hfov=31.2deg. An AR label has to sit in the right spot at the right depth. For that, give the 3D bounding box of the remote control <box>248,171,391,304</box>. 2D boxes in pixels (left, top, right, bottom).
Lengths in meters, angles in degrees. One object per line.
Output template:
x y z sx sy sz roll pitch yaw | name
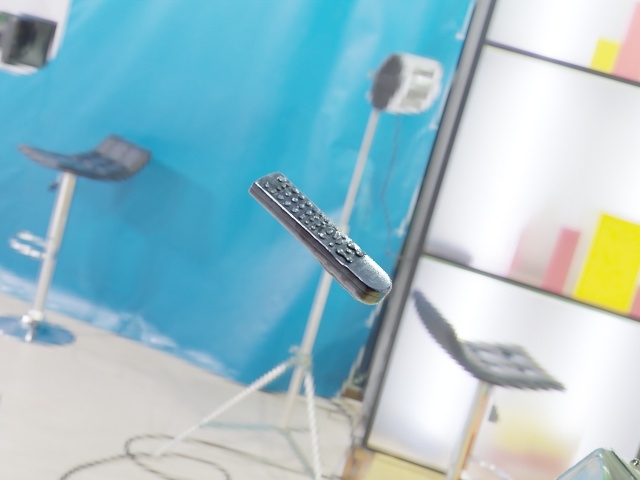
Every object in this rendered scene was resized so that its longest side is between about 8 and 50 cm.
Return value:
0.001 -0.001 1.006 0.152 0.027 0.043 46 41 13 | remote control

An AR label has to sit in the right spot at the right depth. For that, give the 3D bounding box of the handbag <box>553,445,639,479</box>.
0.134 0.296 0.717 0.109 0.315 0.241 45 5 -47 | handbag
